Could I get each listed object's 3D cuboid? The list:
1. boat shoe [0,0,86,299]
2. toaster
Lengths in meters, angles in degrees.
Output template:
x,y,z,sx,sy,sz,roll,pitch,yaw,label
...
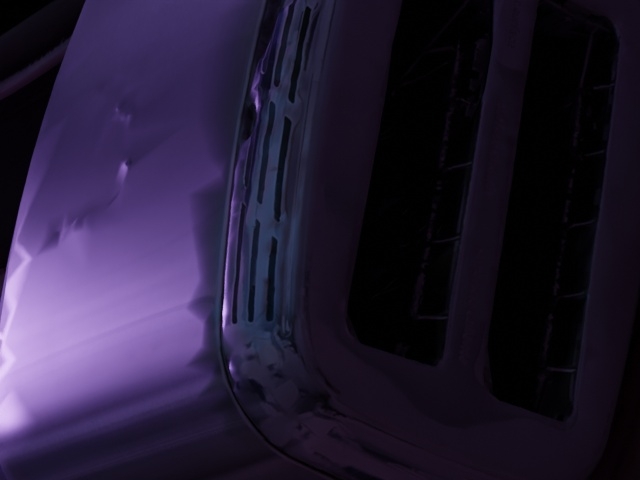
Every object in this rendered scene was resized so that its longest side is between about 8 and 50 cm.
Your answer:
x,y,z,sx,sy,sz,roll,pitch,yaw,label
-0.034,-0.126,0.650,0.335,0.095,0.112,-48,43,-4,boat shoe
0.000,0.000,0.530,0.146,0.129,0.227,-23,49,54,toaster
